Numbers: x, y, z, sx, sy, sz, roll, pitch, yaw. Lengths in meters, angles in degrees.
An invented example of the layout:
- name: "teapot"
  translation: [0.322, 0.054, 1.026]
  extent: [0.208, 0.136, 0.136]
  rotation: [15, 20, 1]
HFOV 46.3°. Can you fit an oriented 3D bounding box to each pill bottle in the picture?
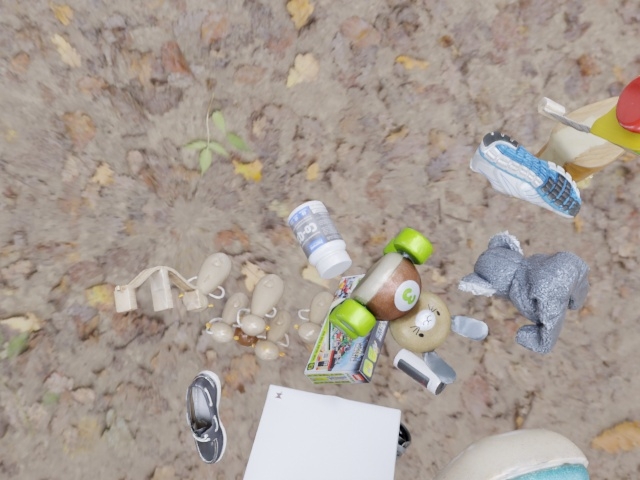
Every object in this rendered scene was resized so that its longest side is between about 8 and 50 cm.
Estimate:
- name: "pill bottle"
  translation: [0.000, 0.000, 1.412]
  extent: [0.078, 0.078, 0.137]
  rotation: [-25, 67, -8]

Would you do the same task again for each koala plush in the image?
- name: "koala plush"
  translation: [0.411, 0.080, 1.530]
  extent: [0.221, 0.203, 0.196]
  rotation: [28, 65, 30]

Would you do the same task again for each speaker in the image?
- name: "speaker"
  translation: [0.250, 0.326, 1.861]
  extent: [0.136, 0.055, 0.055]
  rotation: [33, 84, 32]

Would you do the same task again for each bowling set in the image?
- name: "bowling set"
  translation: [-0.125, 0.169, 1.433]
  extent: [0.287, 0.154, 0.199]
  rotation: [18, 128, 5]

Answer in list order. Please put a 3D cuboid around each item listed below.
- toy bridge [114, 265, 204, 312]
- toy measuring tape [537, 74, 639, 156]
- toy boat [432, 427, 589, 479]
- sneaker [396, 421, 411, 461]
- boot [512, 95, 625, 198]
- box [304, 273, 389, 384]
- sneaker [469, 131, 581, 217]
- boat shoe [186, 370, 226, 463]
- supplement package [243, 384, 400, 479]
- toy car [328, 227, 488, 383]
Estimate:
- name: "toy bridge"
  translation: [-0.229, 0.069, 1.068]
  extent: [0.026, 0.188, 0.063]
  rotation: [-14, 80, 22]
- name: "toy measuring tape"
  translation: [0.387, -0.168, 0.917]
  extent: [0.121, 0.330, 0.121]
  rotation: [-6, 113, -14]
- name: "toy boat"
  translation: [0.146, 0.336, 0.837]
  extent: [0.318, 0.267, 0.148]
  rotation: [-7, 50, -20]
- name: "sneaker"
  translation: [0.112, 0.491, 1.622]
  extent: [0.105, 0.296, 0.147]
  rotation: [33, 119, 4]
- name: "boot"
  translation: [0.474, -0.169, 1.304]
  extent: [0.211, 0.295, 0.104]
  rotation: [-20, 78, -41]
- name: "box"
  translation: [0.058, 0.145, 1.257]
  extent: [0.036, 0.114, 0.207]
  rotation: [52, 44, -33]
- name: "sneaker"
  translation: [0.320, -0.093, 1.181]
  extent: [0.191, 0.083, 0.071]
  rotation: [36, 56, 0]
- name: "boat shoe"
  translation: [-0.144, 0.225, 0.927]
  extent: [0.046, 0.038, 0.125]
  rotation: [8, 107, 17]
- name: "supplement package"
  translation: [-0.008, 0.385, 1.084]
  extent: [0.199, 0.198, 0.262]
  rotation: [10, 125, 4]
- name: "toy car"
  translation: [0.134, 0.105, 1.031]
  extent: [0.188, 0.149, 0.155]
  rotation: [40, 79, 2]
